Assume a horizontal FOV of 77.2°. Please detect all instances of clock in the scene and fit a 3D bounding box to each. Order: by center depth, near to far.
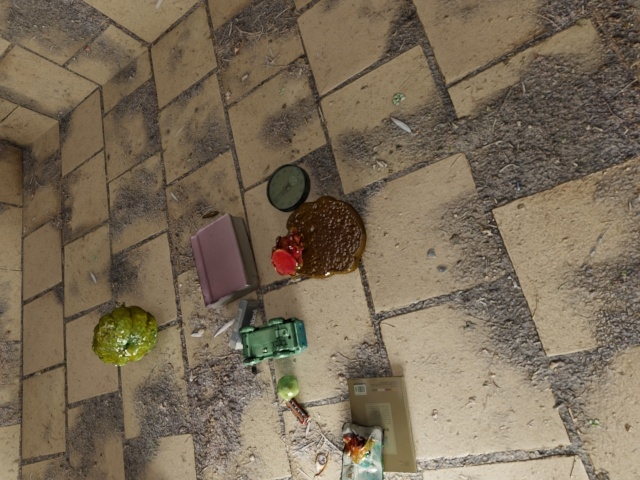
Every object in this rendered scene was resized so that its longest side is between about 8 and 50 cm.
[{"bbox_3d":[-0.146,-0.233,1.768,0.215,0.042,0.215,-6,78,29],"label":"clock"}]

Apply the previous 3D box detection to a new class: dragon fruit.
[{"bbox_3d":[-0.126,0.037,1.584,0.133,0.150,0.207,12,79,1],"label":"dragon fruit"}]

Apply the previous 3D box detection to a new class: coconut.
[{"bbox_3d":[-0.129,0.583,1.579,0.088,0.088,0.096,-12,69,28],"label":"coconut"}]

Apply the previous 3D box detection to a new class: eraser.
[{"bbox_3d":[-0.329,0.358,1.730,0.046,0.092,0.212,14,88,31],"label":"eraser"},{"bbox_3d":[-0.441,0.096,1.833,0.272,0.122,0.359,-29,68,20],"label":"eraser"}]

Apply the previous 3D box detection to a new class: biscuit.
[{"bbox_3d":[0.000,0.000,1.622,0.381,0.074,0.359,-33,65,24],"label":"biscuit"}]

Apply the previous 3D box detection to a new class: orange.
[{"bbox_3d":[-0.949,0.468,1.943,0.301,0.300,0.223,-47,42,-9],"label":"orange"}]

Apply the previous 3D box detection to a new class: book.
[{"bbox_3d":[0.210,0.642,1.406,0.217,0.021,0.310,-13,74,27],"label":"book"}]

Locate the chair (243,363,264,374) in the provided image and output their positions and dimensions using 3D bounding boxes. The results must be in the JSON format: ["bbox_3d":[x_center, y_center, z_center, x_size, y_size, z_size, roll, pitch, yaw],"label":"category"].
[{"bbox_3d":[-0.284,0.550,1.701,0.086,0.037,0.042,-25,58,20],"label":"chair"}]

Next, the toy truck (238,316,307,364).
[{"bbox_3d":[-0.195,0.403,1.607,0.279,0.156,0.155,-20,71,26],"label":"toy truck"}]

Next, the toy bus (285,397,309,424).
[{"bbox_3d":[-0.090,0.668,1.569,0.110,0.031,0.043,39,94,30],"label":"toy bus"}]

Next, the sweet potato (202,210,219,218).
[{"bbox_3d":[-0.552,-0.127,1.993,0.115,0.026,0.026,-14,74,26],"label":"sweet potato"}]

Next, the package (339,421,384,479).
[{"bbox_3d":[0.143,0.754,1.389,0.166,0.040,0.232,0,82,29],"label":"package"}]
